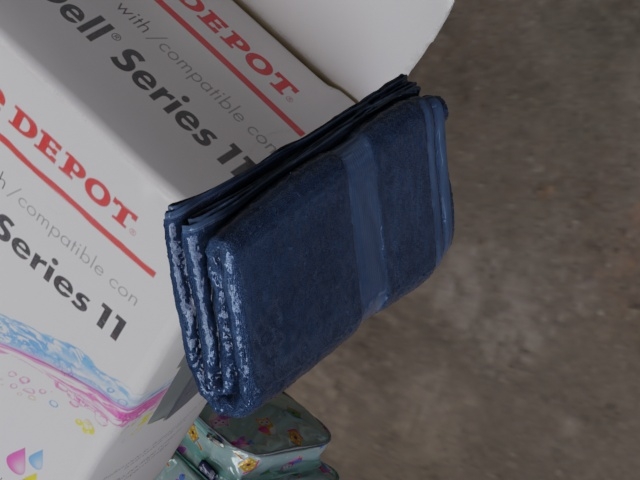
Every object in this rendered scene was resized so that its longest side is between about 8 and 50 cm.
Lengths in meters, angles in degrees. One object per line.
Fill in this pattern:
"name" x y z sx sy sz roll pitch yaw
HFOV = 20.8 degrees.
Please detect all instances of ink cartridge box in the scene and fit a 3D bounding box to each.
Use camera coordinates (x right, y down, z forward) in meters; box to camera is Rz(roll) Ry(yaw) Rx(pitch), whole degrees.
"ink cartridge box" -0.116 -0.027 0.739 0.207 0.353 0.119 42 42 10

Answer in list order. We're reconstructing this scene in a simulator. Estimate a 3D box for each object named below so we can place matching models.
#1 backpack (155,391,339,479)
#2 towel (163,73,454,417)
"backpack" -0.094 0.203 1.631 0.166 0.188 0.144 -6 116 -49
"towel" 0.000 0.000 0.524 0.119 0.029 0.067 -36 128 -47
